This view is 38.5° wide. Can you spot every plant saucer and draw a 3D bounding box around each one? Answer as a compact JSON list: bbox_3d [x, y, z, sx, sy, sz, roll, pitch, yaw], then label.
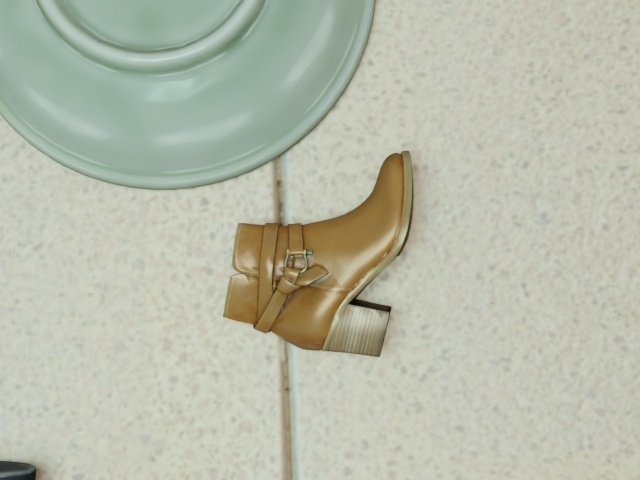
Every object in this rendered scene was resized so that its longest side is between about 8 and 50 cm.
[{"bbox_3d":[-0.147,-0.249,0.830,0.401,0.100,0.400,0,86,1],"label":"plant saucer"}]

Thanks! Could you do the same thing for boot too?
[{"bbox_3d":[0.000,0.000,0.826,0.153,0.073,0.197,13,83,5],"label":"boot"}]

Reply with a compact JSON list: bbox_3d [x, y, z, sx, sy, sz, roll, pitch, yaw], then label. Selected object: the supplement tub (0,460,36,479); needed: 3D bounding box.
[{"bbox_3d":[-0.286,0.294,0.786,0.106,0.106,0.197,3,85,0],"label":"supplement tub"}]
